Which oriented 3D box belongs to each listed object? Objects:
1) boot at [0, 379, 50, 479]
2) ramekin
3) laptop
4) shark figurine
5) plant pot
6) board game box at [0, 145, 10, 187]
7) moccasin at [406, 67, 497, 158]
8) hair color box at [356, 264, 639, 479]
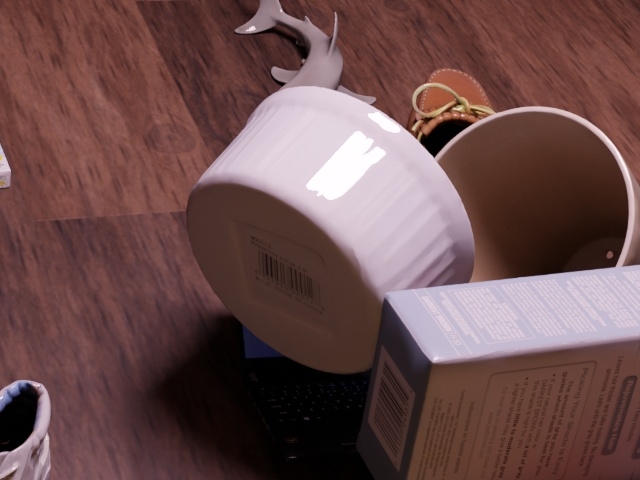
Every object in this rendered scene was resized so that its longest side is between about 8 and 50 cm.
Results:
[{"bbox_3d":[-0.310,0.233,1.388,0.095,0.123,0.258,15,36,4],"label":"boot"},{"bbox_3d":[0.000,0.000,1.538,0.277,0.277,0.135,30,55,22],"label":"ramekin"},{"bbox_3d":[0.043,0.103,1.645,0.234,0.136,0.264,-2,24,-18],"label":"laptop"},{"bbox_3d":[-0.010,-0.277,2.165,0.166,0.116,0.278,0,40,-18],"label":"shark figurine"},{"bbox_3d":[0.267,0.019,1.716,0.256,0.256,0.274,42,8,34],"label":"plant pot"},{"bbox_3d":[-0.455,-0.096,1.866,0.154,0.026,0.103,-6,41,-23],"label":"board game box"},{"bbox_3d":[0.170,-0.110,1.960,0.139,0.147,0.380,13,36,1],"label":"moccasin"},{"bbox_3d":[0.236,0.135,1.495,0.374,0.185,0.113,-5,34,-22],"label":"hair color box"}]
